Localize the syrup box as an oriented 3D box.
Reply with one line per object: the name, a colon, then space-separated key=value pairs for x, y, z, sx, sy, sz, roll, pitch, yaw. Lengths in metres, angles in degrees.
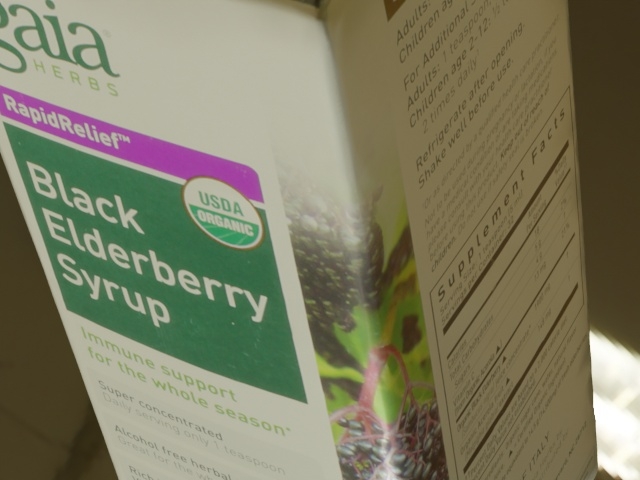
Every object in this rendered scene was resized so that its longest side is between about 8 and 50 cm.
syrup box: x=0.000 y=0.000 z=0.432 sx=0.093 sy=0.237 sz=0.096 roll=18 pitch=-128 yaw=26
